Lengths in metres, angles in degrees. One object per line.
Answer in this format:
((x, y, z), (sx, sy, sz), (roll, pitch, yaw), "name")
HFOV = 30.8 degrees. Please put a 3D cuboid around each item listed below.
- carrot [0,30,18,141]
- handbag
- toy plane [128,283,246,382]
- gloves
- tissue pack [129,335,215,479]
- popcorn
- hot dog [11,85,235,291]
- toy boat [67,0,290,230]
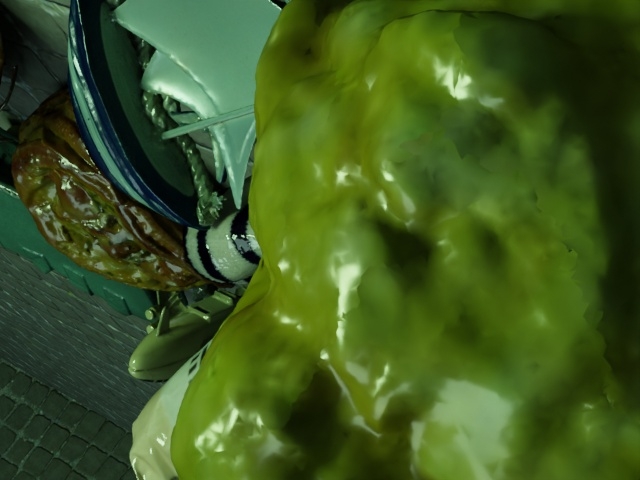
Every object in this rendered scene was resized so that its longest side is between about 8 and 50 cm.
((-0.410, -0.159, 1.134), (0.193, 0.214, 0.331), (64, 153, -3), "carrot")
((-0.298, -0.021, 1.431), (0.269, 0.100, 0.274), (25, 160, 16), "handbag")
((-0.123, 0.097, 1.290), (0.229, 0.092, 0.244), (23, -160, 30), "toy plane")
((0.003, -0.009, 0.949), (0.219, 0.131, 0.140), (-12, 136, 23), "gloves")
((0.088, 0.125, 0.849), (0.390, 0.195, 0.375), (29, 125, -18), "tissue pack")
((0.113, 0.026, 0.541), (0.334, 0.292, 0.293), (9, 138, 18), "popcorn")
((-0.192, -0.030, 1.188), (0.196, 0.122, 0.272), (-9, 132, 50), "hot dog")
((-0.087, -0.097, 0.859), (0.292, 0.070, 0.210), (17, 127, 36), "toy boat")
